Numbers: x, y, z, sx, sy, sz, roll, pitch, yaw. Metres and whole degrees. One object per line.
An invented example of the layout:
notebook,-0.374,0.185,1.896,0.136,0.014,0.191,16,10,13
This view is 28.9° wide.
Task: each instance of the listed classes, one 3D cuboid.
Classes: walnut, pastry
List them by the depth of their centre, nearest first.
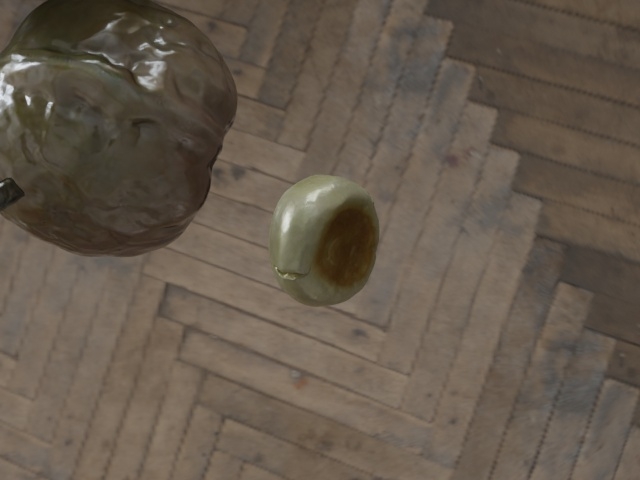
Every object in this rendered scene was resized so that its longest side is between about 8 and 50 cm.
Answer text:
walnut,-0.202,-0.109,1.148,0.248,0.248,0.248,-2,84,17
pastry,0.000,0.000,1.428,0.092,0.156,0.156,10,87,38

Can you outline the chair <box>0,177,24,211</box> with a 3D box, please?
chair,-0.457,-0.121,0.736,0.362,0.364,0.410,-31,103,-15
